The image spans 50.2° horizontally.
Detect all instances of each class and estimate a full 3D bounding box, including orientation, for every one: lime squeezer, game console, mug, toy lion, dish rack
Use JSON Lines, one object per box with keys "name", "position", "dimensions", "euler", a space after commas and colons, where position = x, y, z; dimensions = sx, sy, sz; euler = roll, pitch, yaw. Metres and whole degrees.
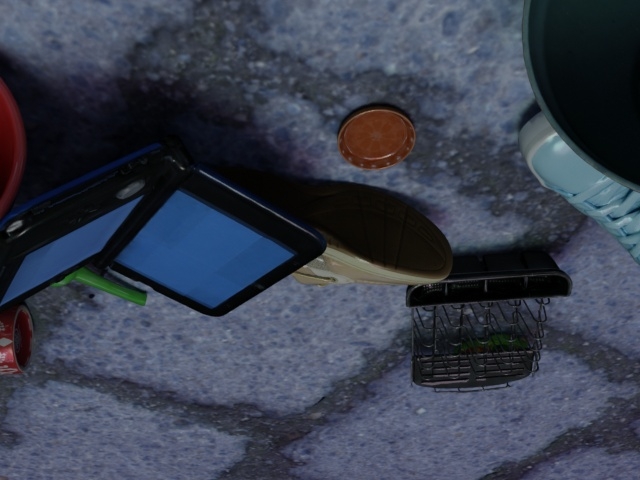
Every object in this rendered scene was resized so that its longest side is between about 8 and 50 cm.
{"name": "lime squeezer", "position": [-0.365, 0.026, 0.841], "dimensions": [0.310, 0.059, 0.110], "euler": [11, 169, -17]}
{"name": "game console", "position": [-0.185, 0.040, 0.691], "dimensions": [0.173, 0.250, 0.293], "euler": [55, 142, -1]}
{"name": "mug", "position": [-0.479, 0.124, 0.891], "dimensions": [0.169, 0.113, 0.150], "euler": [-2, 141, -7]}
{"name": "toy lion", "position": [0.260, 0.176, 1.060], "dimensions": [0.096, 0.034, 0.100], "euler": [21, 134, -15]}
{"name": "dish rack", "position": [0.219, 0.131, 0.947], "dimensions": [0.208, 0.074, 0.272], "euler": [-4, 128, 3]}

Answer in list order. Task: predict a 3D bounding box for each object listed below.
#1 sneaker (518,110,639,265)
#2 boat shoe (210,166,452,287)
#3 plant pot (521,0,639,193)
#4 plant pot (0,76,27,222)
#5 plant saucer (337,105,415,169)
{"name": "sneaker", "position": [0.372, -0.030, 0.737], "dimensions": [0.365, 0.150, 0.135], "euler": [21, 133, -25]}
{"name": "boat shoe", "position": [0.000, 0.000, 0.786], "dimensions": [0.302, 0.109, 0.098], "euler": [12, 142, -9]}
{"name": "plant pot", "position": [0.327, -0.154, 0.527], "dimensions": [0.293, 0.293, 0.196], "euler": [-27, 161, 25]}
{"name": "plant pot", "position": [-0.420, -0.029, 0.620], "dimensions": [0.274, 0.275, 0.243], "euler": [15, 146, -20]}
{"name": "plant saucer", "position": [0.059, -0.110, 0.728], "dimensions": [0.083, 0.013, 0.084], "euler": [-2, 139, -2]}
